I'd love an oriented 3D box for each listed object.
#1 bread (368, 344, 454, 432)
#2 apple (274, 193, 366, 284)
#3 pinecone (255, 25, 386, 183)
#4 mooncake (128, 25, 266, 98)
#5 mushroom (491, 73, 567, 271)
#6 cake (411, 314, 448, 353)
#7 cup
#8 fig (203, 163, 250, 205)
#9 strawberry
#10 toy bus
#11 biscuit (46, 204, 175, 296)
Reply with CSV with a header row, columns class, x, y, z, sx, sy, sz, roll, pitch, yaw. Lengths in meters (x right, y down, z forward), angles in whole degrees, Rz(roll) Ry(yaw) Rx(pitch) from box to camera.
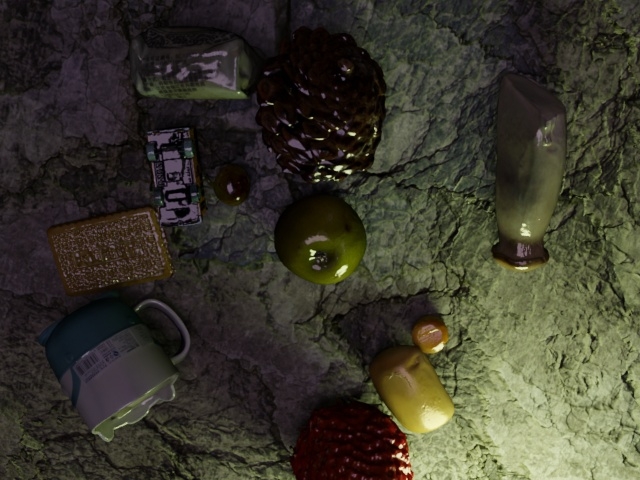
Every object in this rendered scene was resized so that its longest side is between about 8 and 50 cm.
class,x,y,z,sx,sy,sz,roll,pitch,yaw
bread,0.199,0.339,1.937,0.147,0.098,0.217,-26,104,36
apple,0.000,0.000,1.819,0.196,0.157,0.196,1,116,2
pinecone,0.000,-0.255,1.679,0.242,0.298,0.296,20,141,18
mooncake,-0.236,-0.342,1.666,0.254,0.250,0.136,2,101,3
mushroom,0.427,-0.128,1.772,0.137,0.154,0.407,-18,114,-36
cake,0.244,0.209,1.935,0.084,0.044,0.084,1,106,3
cup,-0.424,0.248,1.872,0.289,0.219,0.257,-32,79,-24
fig,-0.195,-0.114,1.836,0.098,0.082,0.084,-4,132,38
strawberry,0.063,0.513,1.881,0.292,0.343,0.292,2,108,5
toy bus,-0.297,-0.135,1.804,0.098,0.114,0.201,-6,102,3
biscuit,-0.458,0.027,1.904,0.254,0.029,0.172,-12,106,5
